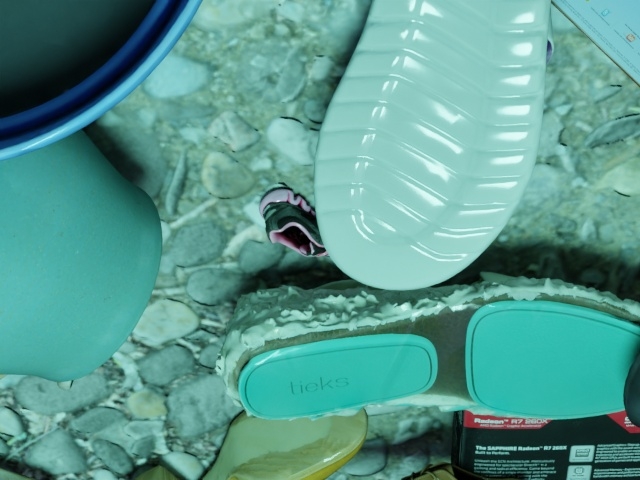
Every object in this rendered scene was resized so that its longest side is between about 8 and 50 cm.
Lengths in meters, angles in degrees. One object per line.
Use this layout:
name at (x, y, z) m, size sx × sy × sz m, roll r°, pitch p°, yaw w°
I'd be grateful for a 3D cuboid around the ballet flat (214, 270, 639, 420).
ballet flat at (0.109, 0.079, 1.282) m, size 0.409 × 0.147 × 0.147 m, roll 0°, pitch 129°, yaw -6°

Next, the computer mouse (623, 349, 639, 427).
computer mouse at (0.375, 0.078, 1.234) m, size 0.272 × 0.072 × 0.188 m, roll -36°, pitch 136°, yaw -22°

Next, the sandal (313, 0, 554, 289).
sandal at (0.107, -0.150, 1.110) m, size 0.169 × 0.102 × 0.416 m, roll 17°, pitch 116°, yaw 9°

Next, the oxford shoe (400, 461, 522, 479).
oxford shoe at (0.094, 0.244, 1.356) m, size 0.212 × 0.076 × 0.076 m, roll 4°, pitch 110°, yaw -6°

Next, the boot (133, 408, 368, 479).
boot at (-0.036, 0.272, 1.463) m, size 0.295 × 0.104 × 0.211 m, roll -25°, pitch 132°, yaw 21°

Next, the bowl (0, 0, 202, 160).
bowl at (-0.252, -0.239, 0.914) m, size 0.391 × 0.077 × 0.391 m, roll 0°, pitch 90°, yaw -4°

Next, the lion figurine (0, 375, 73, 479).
lion figurine at (-0.370, 0.178, 1.359) m, size 0.240 × 0.142 × 0.392 m, roll 14°, pitch 113°, yaw -4°

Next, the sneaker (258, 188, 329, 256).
sneaker at (0.000, 0.000, 1.260) m, size 0.119 × 0.057 × 0.047 m, roll 20°, pitch 123°, yaw -19°

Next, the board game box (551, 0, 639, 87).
board game box at (0.317, -0.171, 1.153) m, size 0.281 × 0.027 × 0.145 m, roll 37°, pitch 120°, yaw -27°

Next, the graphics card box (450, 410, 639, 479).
graphics card box at (0.249, 0.266, 1.460) m, size 0.233 × 0.094 × 0.370 m, roll -2°, pitch 128°, yaw 0°

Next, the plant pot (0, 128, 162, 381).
plant pot at (-0.277, -0.009, 1.126) m, size 0.272 × 0.271 × 0.255 m, roll -37°, pitch 136°, yaw 24°
